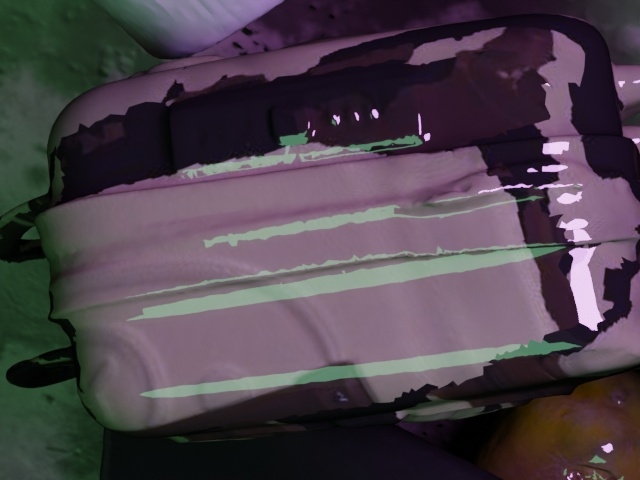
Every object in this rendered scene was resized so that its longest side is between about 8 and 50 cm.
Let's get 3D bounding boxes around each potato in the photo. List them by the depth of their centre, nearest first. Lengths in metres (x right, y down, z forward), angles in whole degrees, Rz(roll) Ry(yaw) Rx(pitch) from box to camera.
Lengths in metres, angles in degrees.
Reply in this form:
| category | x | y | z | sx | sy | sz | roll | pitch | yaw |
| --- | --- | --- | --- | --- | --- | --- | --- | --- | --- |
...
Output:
| category | x | y | z | sx | sy | sz | roll | pitch | yaw |
| --- | --- | --- | --- | --- | --- | --- | --- | --- | --- |
| potato | 0.172 | 0.171 | 1.019 | 0.154 | 0.137 | 0.200 | -27 | 137 | -27 |

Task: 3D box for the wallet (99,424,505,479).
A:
| category | x | y | z | sx | sy | sz | roll | pitch | yaw |
| --- | --- | --- | --- | --- | --- | --- | --- | --- | --- |
| wallet | 0.033 | 0.205 | 1.000 | 0.406 | 0.062 | 0.228 | 26 | 131 | 24 |

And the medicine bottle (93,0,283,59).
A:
| category | x | y | z | sx | sy | sz | roll | pitch | yaw |
| --- | --- | --- | --- | --- | --- | --- | --- | --- | --- |
| medicine bottle | -0.134 | -0.279 | 0.688 | 0.219 | 0.219 | 0.388 | -34 | 115 | 27 |

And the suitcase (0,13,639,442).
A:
| category | x | y | z | sx | sy | sz | roll | pitch | yaw |
| --- | --- | --- | --- | --- | --- | --- | --- | --- | --- |
| suitcase | 0.000 | 0.000 | 0.797 | 0.339 | 0.351 | 0.194 | -9 | 83 | 10 |
